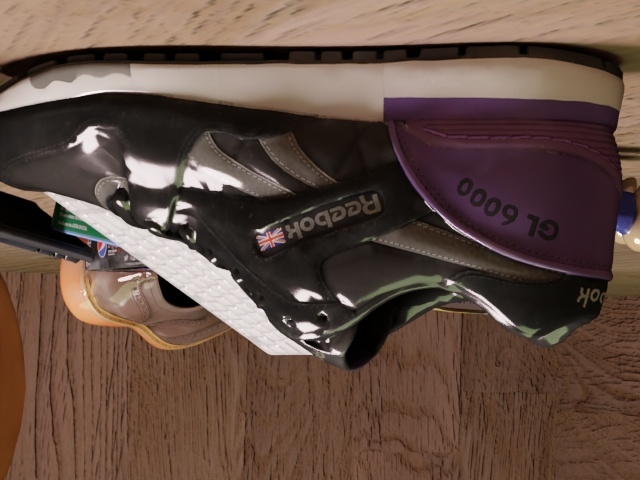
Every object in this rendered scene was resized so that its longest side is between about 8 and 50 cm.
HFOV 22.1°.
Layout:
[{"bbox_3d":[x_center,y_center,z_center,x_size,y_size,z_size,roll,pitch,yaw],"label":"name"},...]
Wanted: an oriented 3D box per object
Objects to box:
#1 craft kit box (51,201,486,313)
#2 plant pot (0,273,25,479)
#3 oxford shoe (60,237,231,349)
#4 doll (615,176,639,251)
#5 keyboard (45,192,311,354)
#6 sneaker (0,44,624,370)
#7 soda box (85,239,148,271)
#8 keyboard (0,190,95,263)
[{"bbox_3d":[0.000,0.000,1.070,0.250,0.061,0.247,13,180,34],"label":"craft kit box"},{"bbox_3d":[-0.301,0.047,0.786,0.291,0.290,0.203,2,159,-1],"label":"plant pot"},{"bbox_3d":[-0.155,0.061,1.949,0.133,0.130,0.364,-7,173,25],"label":"oxford shoe"},{"bbox_3d":[0.091,-0.030,0.926,0.189,0.046,0.129,9,-175,-6],"label":"doll"},{"bbox_3d":[-0.088,0.003,0.934,0.072,0.014,0.256,3,152,49],"label":"keyboard"},{"bbox_3d":[-0.021,-0.010,0.672,0.283,0.124,0.107,1,176,23],"label":"sneaker"},{"bbox_3d":[-0.165,0.002,1.529,0.060,0.053,0.169,3,177,-26],"label":"soda box"},{"bbox_3d":[-0.232,-0.025,1.024,0.108,0.023,0.180,35,-172,37],"label":"keyboard"}]
